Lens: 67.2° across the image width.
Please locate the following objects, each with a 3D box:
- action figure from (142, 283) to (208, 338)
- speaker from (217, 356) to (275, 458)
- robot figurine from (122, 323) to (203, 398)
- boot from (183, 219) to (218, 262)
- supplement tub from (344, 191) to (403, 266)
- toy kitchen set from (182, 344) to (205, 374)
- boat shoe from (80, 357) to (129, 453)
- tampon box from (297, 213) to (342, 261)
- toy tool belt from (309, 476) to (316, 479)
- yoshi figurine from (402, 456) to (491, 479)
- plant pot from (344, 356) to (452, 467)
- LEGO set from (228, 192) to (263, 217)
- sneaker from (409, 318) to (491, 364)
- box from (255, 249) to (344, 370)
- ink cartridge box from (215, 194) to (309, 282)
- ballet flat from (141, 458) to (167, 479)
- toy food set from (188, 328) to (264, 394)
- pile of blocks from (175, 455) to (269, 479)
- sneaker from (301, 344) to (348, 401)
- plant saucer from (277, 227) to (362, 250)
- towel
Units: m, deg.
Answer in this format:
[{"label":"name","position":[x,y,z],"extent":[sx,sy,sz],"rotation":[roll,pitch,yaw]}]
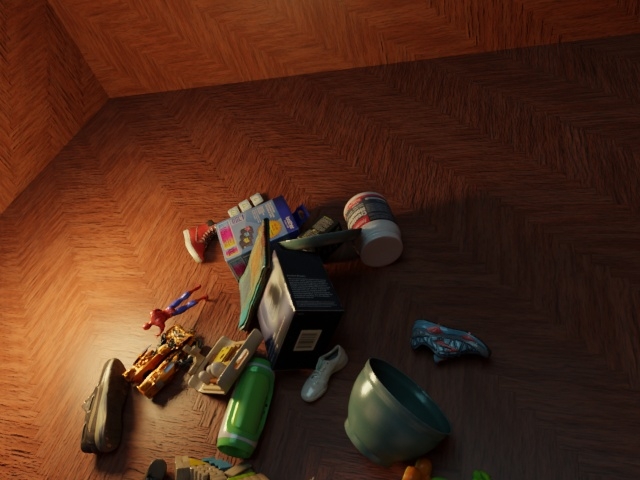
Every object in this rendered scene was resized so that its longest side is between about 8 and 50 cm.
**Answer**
[{"label":"action figure","position":[-0.600,0.294,1.952],"extent":[0.280,0.139,0.091],"rotation":[-32,81,-41]},{"label":"speaker","position":[-0.235,0.537,1.566],"extent":[0.131,0.131,0.296],"rotation":[-2,47,19]},{"label":"robot figurine","position":[-0.586,0.440,1.819],"extent":[0.211,0.085,0.291],"rotation":[22,58,34]},{"label":"boot","position":[-0.531,-0.006,2.235],"extent":[0.176,0.088,0.244],"rotation":[-24,40,-6]},{"label":"supplement tub","position":[0.209,-0.048,1.923],"extent":[0.191,0.191,0.272],"rotation":[-18,44,3]},{"label":"toy kitchen set","position":[-0.471,0.429,1.751],"extent":[0.068,0.083,0.075],"rotation":[-40,14,52]},{"label":"boat shoe","position":[-0.785,0.582,1.722],"extent":[0.130,0.132,0.355],"rotation":[-17,43,4]},{"label":"tampon box","position":[0.006,-0.008,2.010],"extent":[0.161,0.120,0.101],"rotation":[-42,49,-21]},{"label":"toy tool belt","position":[-0.027,0.719,1.364],"extent":[0.052,0.051,0.083],"rotation":[4,50,24]},{"label":"yoshi figurine","position":[0.391,0.645,1.187],"extent":[0.362,0.203,0.203],"rotation":[18,49,29]},{"label":"plant pot","position":[0.191,0.502,1.360],"extent":[0.196,0.293,0.293],"rotation":[-52,46,7]},{"label":"LEGO set","position":[-0.343,-0.132,2.308],"extent":[0.182,0.060,0.244],"rotation":[-30,45,-4]},{"label":"sneaker","position":[0.413,0.348,1.551],"extent":[0.262,0.104,0.125],"rotation":[12,70,35]},{"label":"box","position":[-0.087,0.237,1.654],"extent":[0.183,0.296,0.294],"rotation":[5,36,-24]},{"label":"ink cartridge box","position":[-0.231,-0.027,2.100],"extent":[0.395,0.151,0.270],"rotation":[-24,44,-5]},{"label":"ballet flat","position":[-0.546,0.800,1.481],"extent":[0.084,0.058,0.250],"rotation":[23,57,-7]},{"label":"toy food set","position":[-0.338,0.410,1.665],"extent":[0.306,0.092,0.220],"rotation":[-23,28,54]},{"label":"pile of blocks","position":[-0.292,0.735,1.429],"extent":[0.362,0.149,0.112],"rotation":[1,91,34]},{"label":"sneaker","position":[0.003,0.433,1.601],"extent":[0.080,0.094,0.212],"rotation":[25,60,35]},{"label":"plant saucer","position":[0.000,0.000,1.771],"extent":[0.317,0.317,0.044],"rotation":[-10,89,11]},{"label":"towel","position":[-0.253,0.131,1.824],"extent":[0.040,0.370,0.271],"rotation":[10,41,-17]}]
